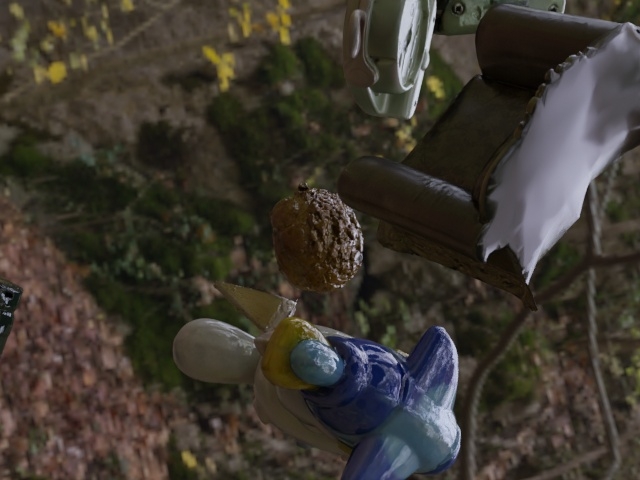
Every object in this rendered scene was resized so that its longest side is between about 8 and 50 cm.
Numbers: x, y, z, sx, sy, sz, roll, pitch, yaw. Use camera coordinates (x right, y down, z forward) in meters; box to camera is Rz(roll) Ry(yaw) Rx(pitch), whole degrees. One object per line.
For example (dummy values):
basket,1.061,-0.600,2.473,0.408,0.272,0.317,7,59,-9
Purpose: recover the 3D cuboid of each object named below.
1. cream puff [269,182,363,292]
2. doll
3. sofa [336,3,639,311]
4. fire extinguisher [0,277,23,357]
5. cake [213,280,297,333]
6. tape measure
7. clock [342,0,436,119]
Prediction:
cream puff,0.001,-0.002,1.478,0.126,0.103,0.144,34,42,-46
doll,0.031,0.188,1.326,0.365,0.376,0.187,156,-61,-74
sofa,0.153,-0.095,1.008,0.200,0.258,0.182,24,-24,47
fire extinguisher,-0.366,0.174,1.056,0.311,0.095,0.114,-71,-162,-2
cake,-0.099,0.092,1.603,0.052,0.121,0.065,90,20,-75
tape measure,0.239,-0.397,1.670,0.115,0.235,0.207,-143,-132,-64
clock,0.071,-0.222,1.220,0.191,0.062,0.151,38,64,-70
